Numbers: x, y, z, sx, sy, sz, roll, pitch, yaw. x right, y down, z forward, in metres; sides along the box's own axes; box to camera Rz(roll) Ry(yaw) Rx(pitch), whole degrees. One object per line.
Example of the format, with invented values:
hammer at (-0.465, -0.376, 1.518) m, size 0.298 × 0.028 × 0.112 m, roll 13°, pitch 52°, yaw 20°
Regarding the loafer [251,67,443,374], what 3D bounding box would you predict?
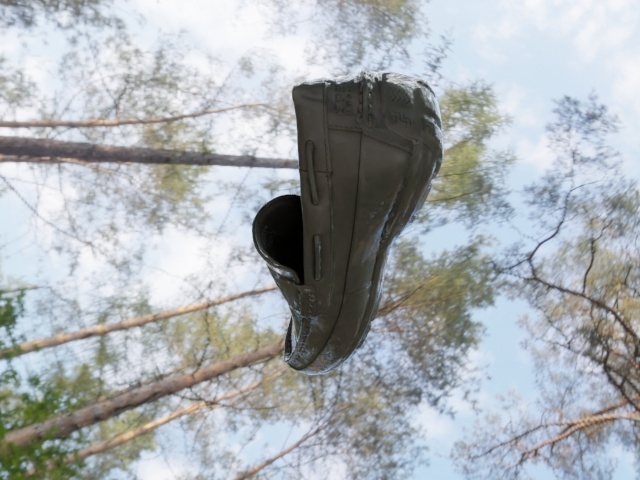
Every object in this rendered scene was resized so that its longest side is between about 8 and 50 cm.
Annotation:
loafer at (0.000, 0.000, 0.590) m, size 0.112 × 0.112 × 0.319 m, roll 7°, pitch -44°, yaw -9°
